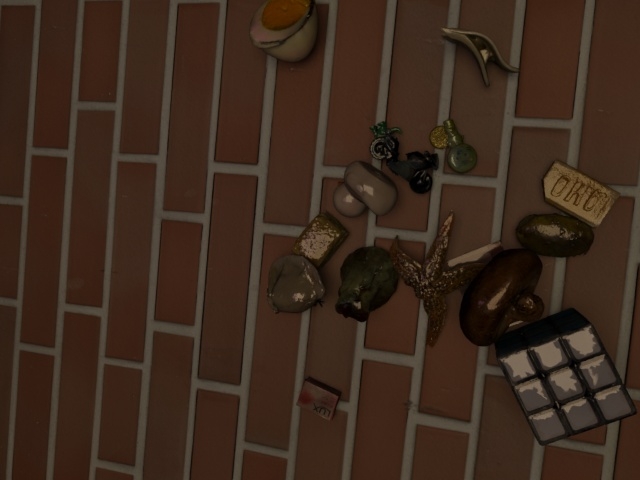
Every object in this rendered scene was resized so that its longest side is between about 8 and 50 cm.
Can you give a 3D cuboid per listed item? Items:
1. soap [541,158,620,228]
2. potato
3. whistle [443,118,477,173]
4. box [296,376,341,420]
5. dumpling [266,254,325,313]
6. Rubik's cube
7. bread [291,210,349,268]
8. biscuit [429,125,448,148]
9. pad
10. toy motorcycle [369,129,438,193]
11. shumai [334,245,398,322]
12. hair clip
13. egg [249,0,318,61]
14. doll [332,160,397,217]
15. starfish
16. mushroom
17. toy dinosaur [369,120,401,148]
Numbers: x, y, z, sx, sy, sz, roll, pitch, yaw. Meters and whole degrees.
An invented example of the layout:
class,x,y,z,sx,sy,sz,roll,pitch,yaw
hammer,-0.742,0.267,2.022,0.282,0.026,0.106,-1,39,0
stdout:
class,x,y,z,sx,sy,sz,roll,pitch,yaw
soap,0.853,-0.157,1.784,0.232,0.073,0.140,33,98,12
potato,0.779,-0.016,1.783,0.252,0.113,0.149,9,116,10
whistle,0.479,-0.331,1.875,0.104,0.057,0.198,-23,92,-5
box,-0.007,0.605,2.036,0.156,0.060,0.111,21,98,14
dumpling,-0.087,0.174,1.997,0.293,0.164,0.204,-23,54,39
Rubik's cube,0.758,0.424,1.706,0.301,0.305,0.303,-25,84,13
bread,0.000,0.000,1.995,0.138,0.102,0.196,41,99,7
biscuit,0.433,-0.370,1.911,0.084,0.023,0.083,0,92,15
pad,0.602,0.173,1.892,0.202,0.005,0.299,-24,86,14
toy motorcycle,0.311,-0.294,1.901,0.270,0.106,0.159,42,104,3
shumai,0.160,0.152,1.908,0.222,0.204,0.271,9,90,13
hair clip,0.542,-0.644,1.813,0.113,0.172,0.282,-41,91,20
egg,-0.118,-0.783,1.977,0.265,0.174,0.286,-19,61,17
doll,0.147,-0.162,1.911,0.221,0.221,0.251,-52,53,10
starfish,0.409,0.124,1.885,0.384,0.132,0.398,-40,85,9
mushroom,0.588,0.178,1.731,0.345,0.345,0.238,-33,73,13
toy dinosaur,0.232,-0.384,1.952,0.133,0.059,0.096,-18,95,23
